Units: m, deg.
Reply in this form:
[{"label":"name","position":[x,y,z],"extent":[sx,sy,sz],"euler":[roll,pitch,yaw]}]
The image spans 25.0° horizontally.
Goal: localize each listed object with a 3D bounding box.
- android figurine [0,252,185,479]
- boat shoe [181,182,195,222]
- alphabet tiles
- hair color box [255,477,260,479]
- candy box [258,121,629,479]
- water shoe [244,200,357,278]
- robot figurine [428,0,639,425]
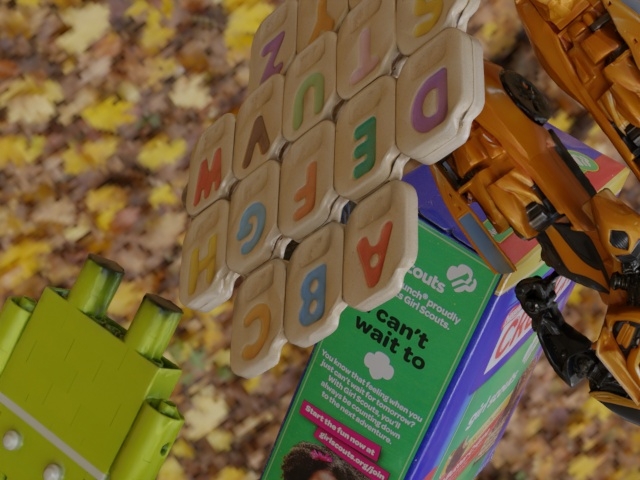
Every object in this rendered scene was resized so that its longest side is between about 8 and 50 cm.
[{"label":"android figurine","position":[-0.242,0.158,1.414],"extent":[0.273,0.248,0.056],"euler":[-60,151,7]},{"label":"boat shoe","position":[-0.025,-0.020,1.896],"extent":[0.123,0.324,0.116],"euler":[-56,147,-38]},{"label":"alphabet tiles","position":[-0.003,-0.065,0.886],"extent":[0.021,0.278,0.284],"euler":[22,144,-30]},{"label":"hair color box","position":[-0.108,0.420,1.412],"extent":[0.185,0.113,0.374],"euler":[-17,134,-46]},{"label":"candy box","position":[0.095,0.080,1.132],"extent":[0.268,0.122,0.317],"euler":[-31,146,-55]},{"label":"water shoe","position":[0.000,0.000,1.298],"extent":[0.073,0.080,0.203],"euler":[-7,-147,31]},{"label":"robot figurine","position":[0.174,-0.024,0.860],"extent":[0.211,0.291,0.085],"euler":[-42,167,31]}]
